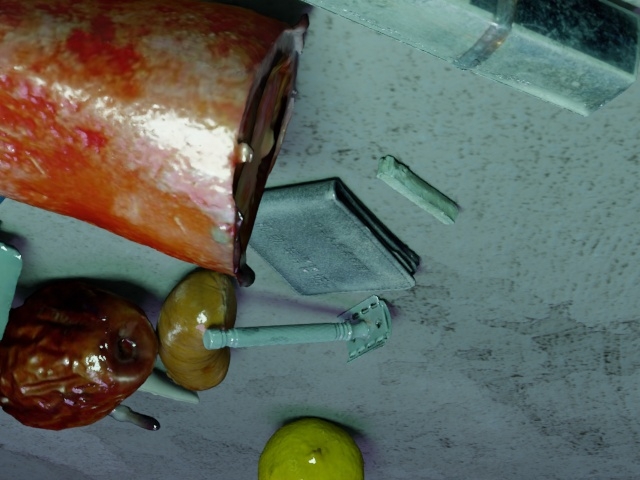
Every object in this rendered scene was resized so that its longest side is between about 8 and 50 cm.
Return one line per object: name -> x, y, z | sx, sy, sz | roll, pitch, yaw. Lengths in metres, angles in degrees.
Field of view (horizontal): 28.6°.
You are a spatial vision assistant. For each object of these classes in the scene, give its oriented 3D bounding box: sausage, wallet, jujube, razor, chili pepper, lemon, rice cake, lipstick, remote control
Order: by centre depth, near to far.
lipstick -> 0.104, -0.182, 0.955 | 0.290, 0.077, 0.076 | 18, 153, -16
chili pepper -> -0.178, -0.099, 1.060 | 0.306, 0.229, 0.251 | 11, 171, -4
rice cake -> 0.100, -0.051, 1.291 | 0.022, 0.022, 0.121 | -13, 146, 42
wallet -> 0.000, 0.002, 1.421 | 0.167, 0.036, 0.222 | -6, 150, 29
razor -> -0.036, 0.119, 1.561 | 0.232, 0.068, 0.106 | -2, 161, -28
sausage -> -0.162, 0.117, 1.646 | 0.109, 0.108, 0.270 | 12, 155, -5
jujube -> -0.334, 0.154, 1.662 | 0.197, 0.197, 0.290 | 29, 153, -35
remote control -> -0.287, 0.202, 1.926 | 0.229, 0.044, 0.073 | 22, 176, -31
lemon -> -0.016, 0.383, 2.056 | 0.178, 0.178, 0.203 | 9, 153, 0

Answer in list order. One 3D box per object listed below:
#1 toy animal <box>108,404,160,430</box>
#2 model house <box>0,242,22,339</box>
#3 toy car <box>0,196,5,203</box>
toy animal -> -0.413, 0.211, 1.898 | 0.324, 0.090, 0.195 | 34, 166, -21
model house -> -0.566, 0.089, 1.582 | 0.295, 0.251, 0.329 | 21, 158, -24
toy car -> -0.462, -0.079, 1.271 | 0.314, 0.198, 0.166 | -2, 121, 19
